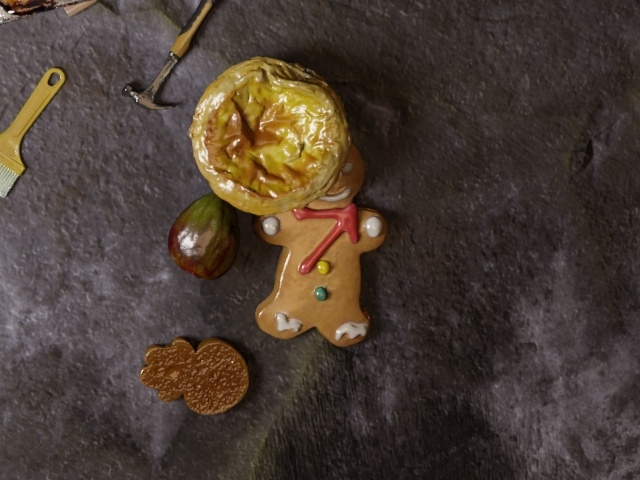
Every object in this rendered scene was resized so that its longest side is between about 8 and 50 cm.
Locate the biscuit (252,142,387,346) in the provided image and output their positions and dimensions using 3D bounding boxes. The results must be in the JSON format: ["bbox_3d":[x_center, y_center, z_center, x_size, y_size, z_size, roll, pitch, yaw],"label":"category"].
[{"bbox_3d":[0.000,0.000,1.997,0.216,0.047,0.340,6,101,-17],"label":"biscuit"}]

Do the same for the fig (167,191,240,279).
[{"bbox_3d":[-0.165,-0.020,1.923,0.155,0.103,0.109,-62,146,-7],"label":"fig"}]

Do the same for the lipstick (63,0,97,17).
[{"bbox_3d":[-0.328,-0.353,1.844,0.094,0.019,0.019,-33,108,-6],"label":"lipstick"}]

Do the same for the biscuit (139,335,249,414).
[{"bbox_3d":[-0.195,0.207,2.001,0.175,0.026,0.124,16,97,-18],"label":"biscuit"}]

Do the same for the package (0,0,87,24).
[{"bbox_3d":[-0.391,-0.404,1.810,0.239,0.030,0.154,-17,104,-10],"label":"package"}]

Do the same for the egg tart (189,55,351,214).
[{"bbox_3d":[-0.073,-0.156,1.901,0.241,0.106,0.241,0,97,-2],"label":"egg tart"}]

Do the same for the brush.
[{"bbox_3d":[-0.438,-0.167,1.862,0.083,0.011,0.205,35,91,-18],"label":"brush"}]

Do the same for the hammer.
[{"bbox_3d":[-0.209,-0.279,1.891,0.078,0.021,0.201,33,93,-19],"label":"hammer"}]
